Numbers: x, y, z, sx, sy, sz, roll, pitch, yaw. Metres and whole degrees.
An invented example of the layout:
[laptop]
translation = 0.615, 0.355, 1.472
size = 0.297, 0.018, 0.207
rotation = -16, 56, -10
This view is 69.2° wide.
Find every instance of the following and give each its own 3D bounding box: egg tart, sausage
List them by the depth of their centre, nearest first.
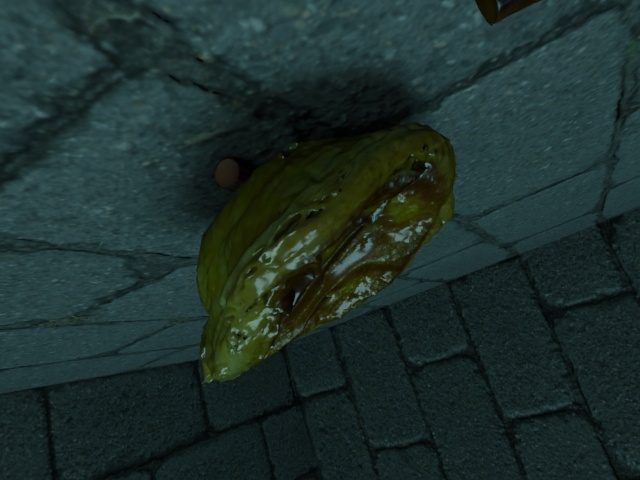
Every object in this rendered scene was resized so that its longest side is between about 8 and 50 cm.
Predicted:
[egg tart]
translation = 0.000, 0.000, 0.530
size = 0.339, 0.153, 0.352
rotation = -25, 157, -30
[sausage]
translation = -0.074, -0.063, 0.545
size = 0.034, 0.034, 0.129
rotation = -24, 164, 19

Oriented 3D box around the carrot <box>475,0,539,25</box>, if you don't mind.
[carrot]
translation = 0.182, -0.205, 0.335
size = 0.139, 0.048, 0.048
rotation = -22, 164, 7
